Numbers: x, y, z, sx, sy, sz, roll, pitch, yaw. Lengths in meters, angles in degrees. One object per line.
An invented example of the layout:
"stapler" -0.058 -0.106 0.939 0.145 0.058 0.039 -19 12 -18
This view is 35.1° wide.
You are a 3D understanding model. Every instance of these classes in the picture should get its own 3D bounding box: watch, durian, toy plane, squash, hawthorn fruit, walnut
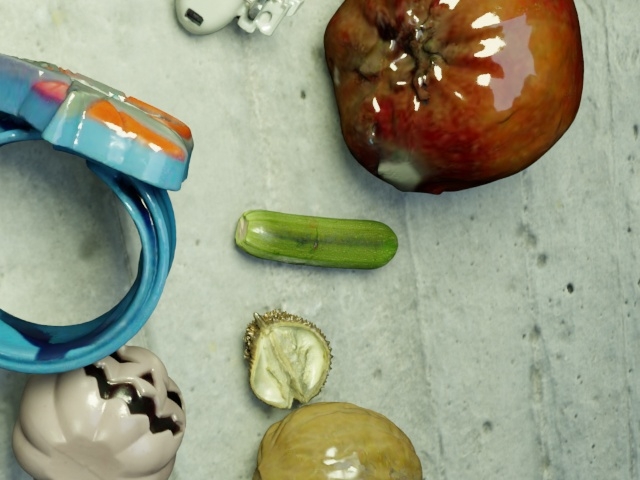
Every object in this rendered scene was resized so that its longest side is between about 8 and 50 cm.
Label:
"watch" -0.282 -0.030 0.945 0.305 0.241 0.274 19 97 -6
"durian" -0.051 0.131 1.222 0.110 0.071 0.140 -35 116 -9
"toy plane" -0.094 -0.295 1.076 0.174 0.080 0.174 1 109 4
"squash" 0.000 0.000 1.233 0.229 0.066 0.066 7 97 -35
"hawthorn fruit" 0.159 -0.203 1.175 0.308 0.325 0.308 0 92 10
"walnut" 0.017 0.292 1.236 0.213 0.213 0.213 -8 105 -33

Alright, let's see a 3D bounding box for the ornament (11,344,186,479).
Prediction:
"ornament" -0.227 0.187 1.056 0.177 0.177 0.177 -8 105 -33
